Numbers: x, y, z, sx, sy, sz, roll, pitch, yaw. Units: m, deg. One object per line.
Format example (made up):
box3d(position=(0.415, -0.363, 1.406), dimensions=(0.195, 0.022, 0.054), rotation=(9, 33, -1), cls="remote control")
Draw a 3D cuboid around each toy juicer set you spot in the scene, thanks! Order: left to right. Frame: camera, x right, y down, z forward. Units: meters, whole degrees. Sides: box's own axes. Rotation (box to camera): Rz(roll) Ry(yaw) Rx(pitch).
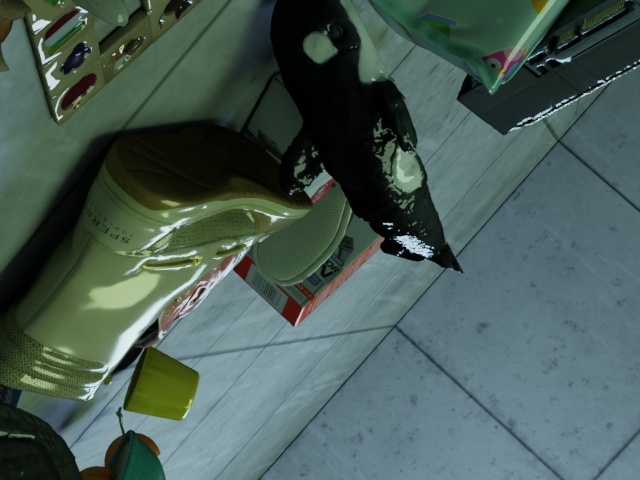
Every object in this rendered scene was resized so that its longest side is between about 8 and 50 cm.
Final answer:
box3d(position=(-0.208, 0.271, 1.380), dimensions=(0.329, 0.089, 0.209), rotation=(-83, -162, -51), cls="toy juicer set")

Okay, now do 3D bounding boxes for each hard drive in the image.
box3d(position=(0.250, -0.261, 1.166), dimensions=(0.237, 0.064, 0.339), rotation=(-29, -150, 55), cls="hard drive")

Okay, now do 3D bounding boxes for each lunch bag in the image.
box3d(position=(0.131, -0.234, 1.047), dimensions=(0.223, 0.160, 0.262), rotation=(-54, -177, 8), cls="lunch bag")

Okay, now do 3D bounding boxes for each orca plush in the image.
box3d(position=(0.011, -0.069, 1.093), dimensions=(0.102, 0.151, 0.287), rotation=(-28, 142, -2), cls="orca plush")

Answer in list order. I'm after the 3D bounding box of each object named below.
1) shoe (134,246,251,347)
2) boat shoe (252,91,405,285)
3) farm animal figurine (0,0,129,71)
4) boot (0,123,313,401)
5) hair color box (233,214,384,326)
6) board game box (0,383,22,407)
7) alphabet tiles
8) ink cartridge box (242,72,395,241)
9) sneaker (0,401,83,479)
box3d(position=(-0.117, 0.027, 1.227), dimensions=(0.081, 0.063, 0.178), rotation=(-45, 174, -39), cls="shoe")
box3d(position=(0.011, -0.050, 1.400), dimensions=(0.233, 0.084, 0.079), rotation=(-59, 167, 30), cls="boat shoe")
box3d(position=(-0.092, -0.157, 0.392), dimensions=(0.330, 0.172, 0.327), rotation=(-50, 169, 13), cls="farm animal figurine")
box3d(position=(-0.125, 0.019, 1.084), dimensions=(0.203, 0.095, 0.262), rotation=(-52, 166, 19), cls="boot")
box3d(position=(0.000, 0.000, 1.514), dimensions=(0.167, 0.093, 0.053), rotation=(-42, 168, -29), cls="hair color box")
box3d(position=(-0.280, 0.182, 1.067), dimensions=(0.201, 0.035, 0.136), rotation=(-54, -164, 28), cls="board game box")
box3d(position=(-0.073, -0.183, 0.814), dimensions=(0.237, 0.009, 0.198), rotation=(-45, 168, -17), cls="alphabet tiles")
box3d(position=(-0.016, -0.086, 1.227), dimensions=(0.109, 0.063, 0.150), rotation=(-36, 163, -48), cls="ink cartridge box")
box3d(position=(-0.327, 0.193, 0.771), dimensions=(0.410, 0.158, 0.182), rotation=(-23, -176, -16), cls="sneaker")
